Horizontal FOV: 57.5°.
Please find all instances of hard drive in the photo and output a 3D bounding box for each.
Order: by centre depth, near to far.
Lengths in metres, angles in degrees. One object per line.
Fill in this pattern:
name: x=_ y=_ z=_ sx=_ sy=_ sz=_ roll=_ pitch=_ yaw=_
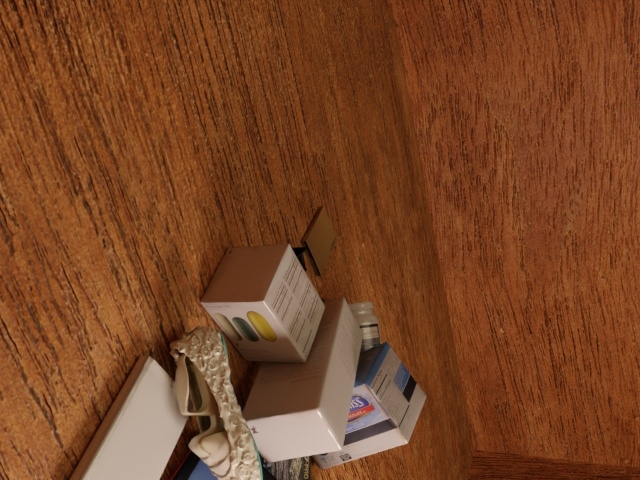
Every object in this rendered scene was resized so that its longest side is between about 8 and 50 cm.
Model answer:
hard drive: x=-0.389 y=0.429 z=1.228 sx=0.203 sy=0.040 sz=0.307 roll=64 pitch=34 yaw=-38

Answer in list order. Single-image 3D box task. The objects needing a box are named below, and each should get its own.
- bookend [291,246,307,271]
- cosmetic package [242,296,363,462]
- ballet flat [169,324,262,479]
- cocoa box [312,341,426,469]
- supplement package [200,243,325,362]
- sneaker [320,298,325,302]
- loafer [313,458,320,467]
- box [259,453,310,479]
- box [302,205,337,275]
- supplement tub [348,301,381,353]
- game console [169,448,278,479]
bookend: x=-0.090 y=0.120 z=1.829 sx=0.156 sy=0.072 sz=0.157 roll=-38 pitch=122 yaw=-59
cosmetic package: x=-0.035 y=0.373 z=1.632 sx=0.161 sy=0.230 sz=0.453 roll=63 pitch=24 yaw=-23
ballet flat: x=-0.254 y=0.399 z=1.324 sx=0.147 sy=0.147 sz=0.408 roll=-2 pitch=73 yaw=-64
cocoa box: x=0.105 y=0.514 z=1.816 sx=0.228 sy=0.347 sz=0.231 roll=55 pitch=33 yaw=-7
supplement package: x=-0.146 y=0.171 z=1.565 sx=0.262 sy=0.199 sz=0.198 roll=62 pitch=35 yaw=-38
sneaker: x=0.020 y=0.315 z=1.970 sx=0.276 sy=0.098 sz=0.135 roll=67 pitch=27 yaw=-10
loafer: x=0.038 y=0.657 z=2.010 sx=0.094 sy=0.087 sz=0.251 roll=62 pitch=35 yaw=-40
box: x=-0.139 y=0.731 z=1.594 sx=0.318 sy=0.097 sz=0.394 roll=34 pitch=51 yaw=-53
box: x=0.000 y=0.000 z=2.081 sx=0.164 sy=0.021 sz=0.201 roll=67 pitch=33 yaw=-34
supplement tub: x=0.121 y=0.364 z=2.076 sx=0.191 sy=0.191 sz=0.272 roll=12 pitch=69 yaw=-63
game console: x=-0.229 y=0.666 z=1.327 sx=0.342 sy=0.060 sz=0.386 roll=44 pitch=40 yaw=-8
